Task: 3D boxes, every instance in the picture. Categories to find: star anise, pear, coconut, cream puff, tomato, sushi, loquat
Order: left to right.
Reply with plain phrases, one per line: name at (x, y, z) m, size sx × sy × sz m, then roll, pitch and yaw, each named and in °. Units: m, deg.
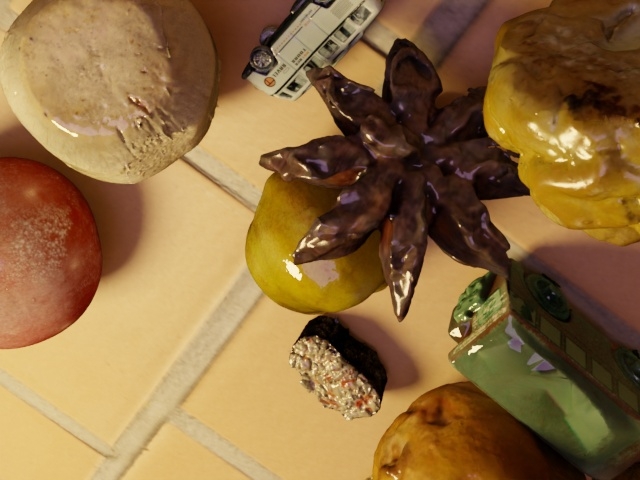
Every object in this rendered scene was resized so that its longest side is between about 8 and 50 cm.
tomato at (-0.437, 0.024, 1.236) m, size 0.270 × 0.227 × 0.270 m, roll 9°, pitch 119°, yaw 16°
coconut at (-0.235, -0.191, 1.068) m, size 0.245 × 0.247 × 0.245 m, roll 0°, pitch 93°, yaw -1°
pear at (0.000, 0.000, 1.115) m, size 0.200 × 0.200 × 0.200 m, roll 7°, pitch 118°, yaw 13°
sushi at (0.025, 0.180, 1.262) m, size 0.090 × 0.078 × 0.150 m, roll -38°, pitch 102°, yaw 29°
star anise at (0.095, -0.077, 0.993) m, size 0.331 × 0.332 × 0.117 m, roll 24°, pitch 163°, yaw 4°
loquat at (0.207, 0.333, 1.187) m, size 0.284 × 0.276 × 0.276 m, roll 36°, pitch 123°, yaw -28°
cream puff at (0.318, -0.100, 0.893) m, size 0.291 × 0.324 × 0.257 m, roll -22°, pitch 132°, yaw -4°

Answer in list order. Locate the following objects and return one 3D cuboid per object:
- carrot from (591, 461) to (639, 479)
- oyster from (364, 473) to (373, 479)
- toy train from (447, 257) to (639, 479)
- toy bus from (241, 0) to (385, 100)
carrot at (0.478, 0.314, 1.207) m, size 0.228 × 0.069 × 0.069 m, roll -19°, pitch 109°, yaw 25°
oyster at (0.088, 0.387, 1.385) m, size 0.080 × 0.038 × 0.083 m, roll 29°, pitch 94°, yaw -28°
toy train at (0.307, 0.170, 1.128) m, size 0.326 × 0.159 × 0.129 m, roll 40°, pitch 122°, yaw -7°
toy bus at (-0.008, -0.243, 1.054) m, size 0.089 × 0.087 × 0.194 m, roll 38°, pitch 120°, yaw -16°
